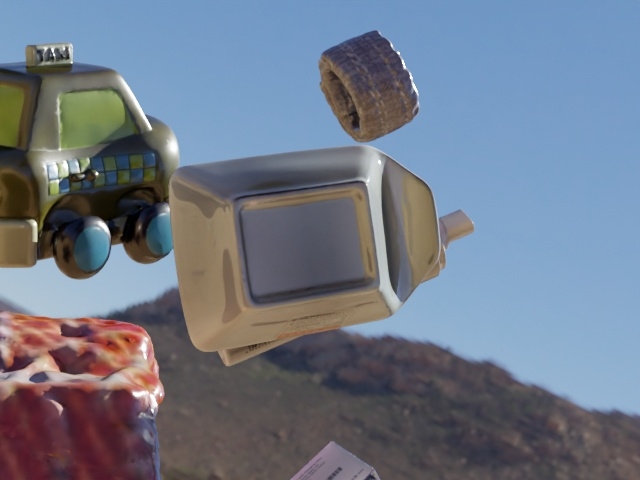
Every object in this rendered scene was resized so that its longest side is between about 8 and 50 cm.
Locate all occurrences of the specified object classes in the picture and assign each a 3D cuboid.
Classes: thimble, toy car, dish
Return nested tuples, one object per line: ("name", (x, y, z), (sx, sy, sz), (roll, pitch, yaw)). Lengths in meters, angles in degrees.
("thimble", (0.069, -0.220, 1.977), (0.150, 0.098, 0.150), (56, -13, 20))
("toy car", (-0.243, -0.084, 1.271), (0.204, 0.198, 0.248), (13, 17, 38))
("dish", (0.000, 0.000, 1.125), (0.234, 0.154, 0.064), (-9, 2, -25))
("thimble", (-0.221, 0.217, 0.861), (0.230, 0.350, 0.350), (4, -7, -13))

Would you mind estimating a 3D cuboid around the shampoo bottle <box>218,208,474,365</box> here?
("shampoo bottle", (0.022, 0.035, 1.459), (0.092, 0.303, 0.092), (157, -90, -79))

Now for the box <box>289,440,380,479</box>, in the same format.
("box", (0.000, 0.219, 0.859), (0.051, 0.130, 0.129), (27, -28, 50))
